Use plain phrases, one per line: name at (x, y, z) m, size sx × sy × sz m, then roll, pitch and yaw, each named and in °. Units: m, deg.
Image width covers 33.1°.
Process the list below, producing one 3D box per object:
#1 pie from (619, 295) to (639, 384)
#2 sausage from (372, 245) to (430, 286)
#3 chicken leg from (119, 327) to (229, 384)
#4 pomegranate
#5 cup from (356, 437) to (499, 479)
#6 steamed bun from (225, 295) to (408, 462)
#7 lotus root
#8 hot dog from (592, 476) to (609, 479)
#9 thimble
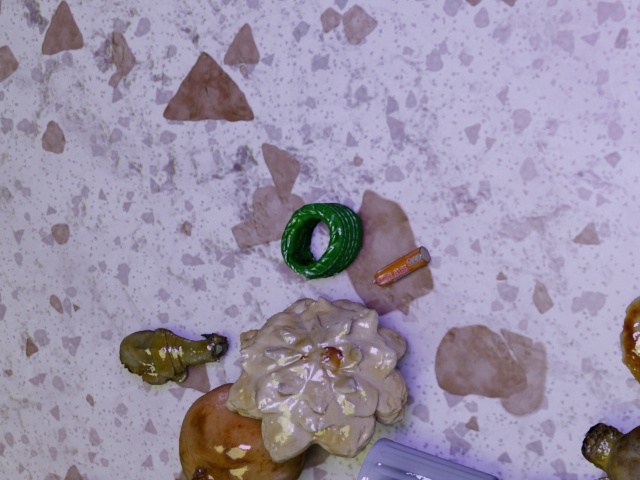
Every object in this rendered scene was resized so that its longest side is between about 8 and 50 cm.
pie at (0.524, 0.145, 1.509) m, size 0.205 × 0.084 × 0.179 m, roll 45°, pitch 112°, yaw 20°
sausage at (0.126, 0.046, 1.733) m, size 0.107 × 0.031 × 0.031 m, roll -31°, pitch 81°, yaw 25°
chicken leg at (-0.261, 0.208, 1.925) m, size 0.228 × 0.088 × 0.103 m, roll -2°, pitch 84°, yaw 21°
pomegranate at (-0.138, 0.345, 1.790) m, size 0.215 × 0.215 × 0.215 m, roll 3°, pitch 96°, yaw 27°
cup at (0.155, 0.421, 1.652) m, size 0.202 × 0.221 × 0.166 m, roll 12°, pitch 111°, yaw 22°
steamed bun at (-0.011, 0.207, 1.687) m, size 0.295 × 0.137 × 0.292 m, roll 31°, pitch 69°, yaw 19°
lotus root at (0.517, 0.311, 1.486) m, size 0.309 × 0.173 × 0.173 m, roll -3°, pitch 93°, yaw 34°
hot dog at (0.422, 0.371, 1.611) m, size 0.090 × 0.034 × 0.030 m, roll -15°, pitch 76°, yaw 9°
thimble at (0.000, 0.000, 1.761) m, size 0.118 × 0.090 × 0.130 m, roll 20°, pitch 102°, yaw 27°
